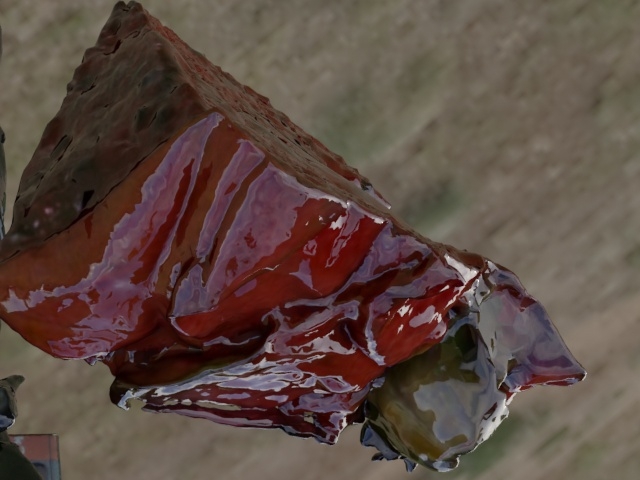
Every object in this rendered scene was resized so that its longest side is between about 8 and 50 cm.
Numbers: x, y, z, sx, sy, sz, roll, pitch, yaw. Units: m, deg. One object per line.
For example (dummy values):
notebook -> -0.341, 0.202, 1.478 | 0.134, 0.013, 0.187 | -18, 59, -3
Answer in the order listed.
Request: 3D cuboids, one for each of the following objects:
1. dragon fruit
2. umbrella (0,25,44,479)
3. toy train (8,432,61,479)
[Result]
dragon fruit -> -0.011, 0.017, 0.604 | 0.192, 0.122, 0.092 | 29, 101, -40
umbrella -> -0.134, 0.048, 0.661 | 0.113, 0.357, 0.106 | -31, 130, 25
toy train -> -0.207, 0.334, 1.339 | 0.089, 0.409, 0.086 | 2, 168, -40
